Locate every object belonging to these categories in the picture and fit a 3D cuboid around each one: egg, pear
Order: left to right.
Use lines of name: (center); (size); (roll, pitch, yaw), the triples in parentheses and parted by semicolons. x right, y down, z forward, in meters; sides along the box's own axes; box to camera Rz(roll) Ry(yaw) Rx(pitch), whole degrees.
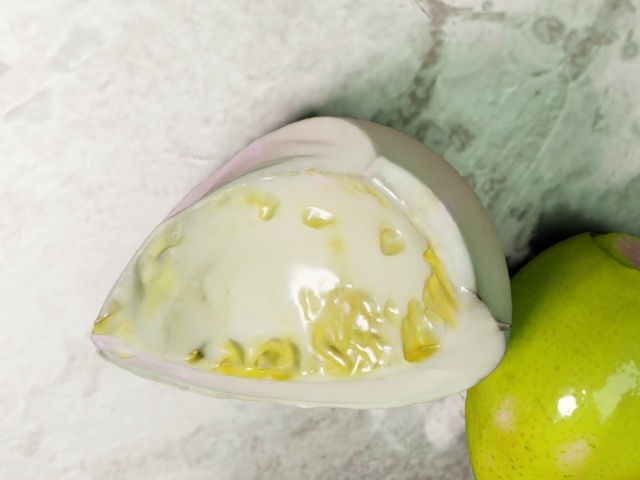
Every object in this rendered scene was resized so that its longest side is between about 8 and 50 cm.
egg: (0.003, 0.008, 0.831); (0.271, 0.161, 0.206); (-8, 152, 25)
pear: (0.191, 0.103, 0.899); (0.188, 0.187, 0.219); (16, 114, -17)
